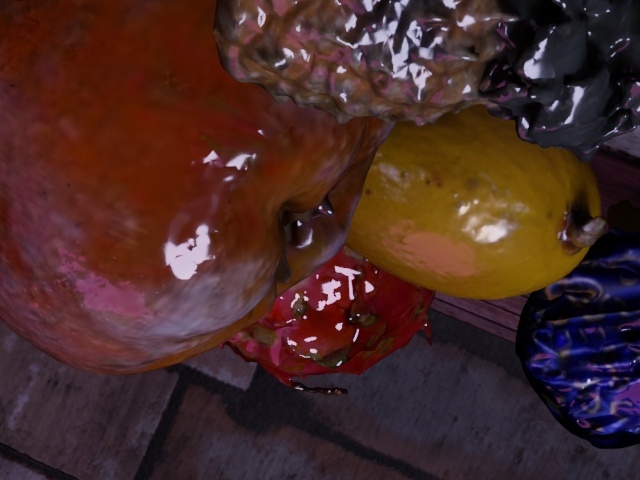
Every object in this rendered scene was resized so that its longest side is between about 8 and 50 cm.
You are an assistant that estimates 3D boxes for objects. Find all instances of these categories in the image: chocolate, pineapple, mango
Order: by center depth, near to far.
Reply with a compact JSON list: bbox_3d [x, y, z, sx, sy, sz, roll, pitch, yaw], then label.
[{"bbox_3d":[0.081,-0.076,0.583,0.237,0.111,0.119,14,-153,4],"label":"pineapple"},{"bbox_3d":[0.254,0.035,0.867,0.148,0.126,0.343,37,154,-22],"label":"chocolate"},{"bbox_3d":[0.040,-0.046,0.987,0.176,0.119,0.317,11,-173,-37],"label":"mango"}]

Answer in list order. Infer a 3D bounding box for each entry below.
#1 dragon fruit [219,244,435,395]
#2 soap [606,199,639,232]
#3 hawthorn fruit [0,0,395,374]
[{"bbox_3d":[0.000,0.000,1.240,0.210,0.205,0.268,18,-178,23],"label":"dragon fruit"},{"bbox_3d":[0.327,0.102,1.105,0.259,0.143,0.281,25,177,43],"label":"soap"},{"bbox_3d":[-0.088,-0.060,0.769,0.263,0.231,0.235,20,166,-20],"label":"hawthorn fruit"}]
